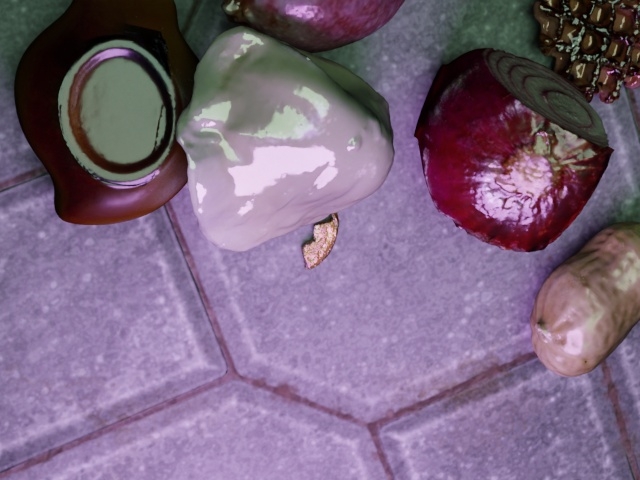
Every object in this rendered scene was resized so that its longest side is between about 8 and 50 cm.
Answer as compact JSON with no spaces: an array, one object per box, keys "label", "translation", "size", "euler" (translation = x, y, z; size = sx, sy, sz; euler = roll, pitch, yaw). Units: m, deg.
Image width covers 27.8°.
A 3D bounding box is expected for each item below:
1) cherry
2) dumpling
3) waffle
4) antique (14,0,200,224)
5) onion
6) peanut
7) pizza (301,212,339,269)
[{"label":"cherry","translation":[-0.003,-0.306,1.460],"size":[0.249,0.192,0.175],"euler":[8,127,-28]},{"label":"dumpling","translation":[-0.033,-0.085,1.454],"size":[0.243,0.187,0.318],"euler":[-58,140,-12]},{"label":"waffle","translation":[0.363,-0.297,1.625],"size":[0.221,0.055,0.234],"euler":[-35,113,-7]},{"label":"antique","translation":[-0.232,-0.151,1.455],"size":[0.223,0.129,0.278],"euler":[11,97,-17]},{"label":"onion","translation":[0.212,-0.104,1.550],"size":[0.206,0.216,0.207],"euler":[24,111,-7]},{"label":"peanut","translation":[0.354,0.070,1.665],"size":[0.129,0.129,0.224],"euler":[43,82,-19]},{"label":"pizza","translation":[0.000,0.000,1.612],"size":[0.037,0.016,0.083],"euler":[24,99,-20]}]
